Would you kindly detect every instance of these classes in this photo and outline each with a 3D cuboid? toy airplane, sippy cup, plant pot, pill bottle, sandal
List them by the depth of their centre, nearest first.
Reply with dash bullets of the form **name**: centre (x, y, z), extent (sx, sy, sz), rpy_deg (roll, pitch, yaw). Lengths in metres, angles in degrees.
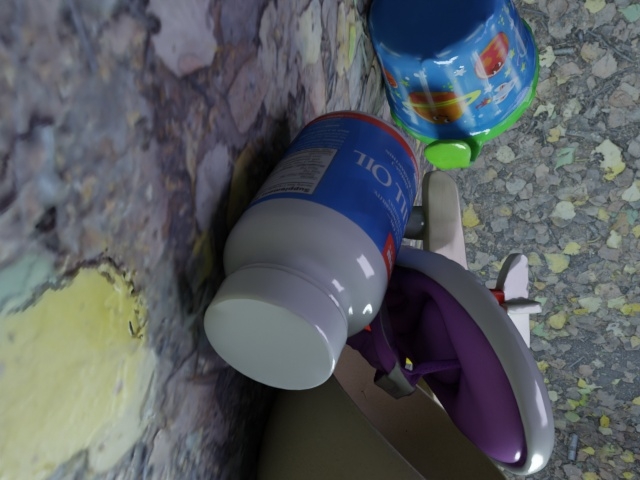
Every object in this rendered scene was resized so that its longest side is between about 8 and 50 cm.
- **pill bottle**: centre (0.000, 0.000, 0.425), extent (0.221, 0.124, 0.124), rpy_deg (-65, 158, -45)
- **sandal**: centre (0.065, 0.083, 0.520), extent (0.416, 0.102, 0.169), rpy_deg (-133, -158, -70)
- **plant pot**: centre (0.042, 0.253, 0.550), extent (0.191, 0.284, 0.284), rpy_deg (-49, 165, 5)
- **sippy cup**: centre (0.175, -0.274, 0.754), extent (0.240, 0.305, 0.224), rpy_deg (-39, 157, 12)
- **toy airplane**: centre (0.208, 0.125, 0.988), extent (0.384, 0.272, 0.386), rpy_deg (50, 59, -29)
